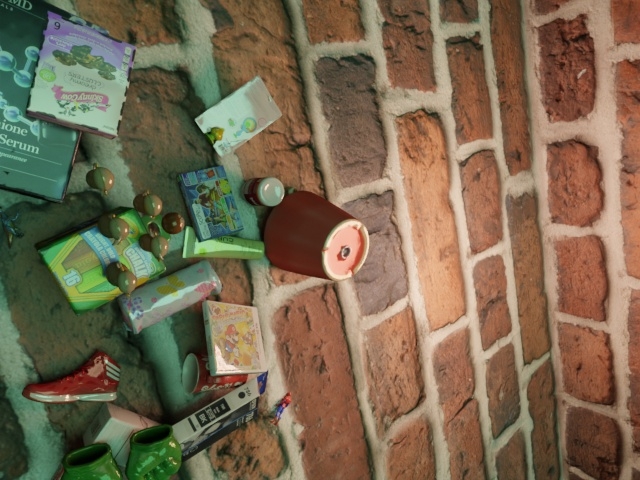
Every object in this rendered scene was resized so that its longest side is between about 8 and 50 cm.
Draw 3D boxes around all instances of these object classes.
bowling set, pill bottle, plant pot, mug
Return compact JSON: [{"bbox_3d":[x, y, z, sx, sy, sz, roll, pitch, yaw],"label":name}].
[{"bbox_3d":[-0.390,-0.041,0.983,0.200,0.154,0.286,-18,105,-33],"label":"bowling set"},{"bbox_3d":[-0.181,-0.146,1.330,0.086,0.152,0.086,-4,97,-34],"label":"pill bottle"},{"bbox_3d":[0.000,0.000,1.383,0.275,0.243,0.274,-17,117,-38],"label":"plant pot"},{"bbox_3d":[-0.303,0.404,1.313,0.169,0.150,0.113,12,109,-39],"label":"mug"}]

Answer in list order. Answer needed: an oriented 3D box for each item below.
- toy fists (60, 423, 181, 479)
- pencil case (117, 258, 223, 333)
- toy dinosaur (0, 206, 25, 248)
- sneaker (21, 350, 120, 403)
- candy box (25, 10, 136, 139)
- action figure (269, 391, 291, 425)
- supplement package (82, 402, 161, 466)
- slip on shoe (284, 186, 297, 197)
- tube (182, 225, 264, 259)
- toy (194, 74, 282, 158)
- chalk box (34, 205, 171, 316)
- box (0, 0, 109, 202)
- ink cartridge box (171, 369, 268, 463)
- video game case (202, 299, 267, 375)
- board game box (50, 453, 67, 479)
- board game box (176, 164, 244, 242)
[{"bbox_3d":[-0.488,0.573,1.100,0.279,0.096,0.142,-9,108,-27],"label":"toy fists"},{"bbox_3d":[-0.414,0.152,1.228,0.273,0.124,0.113,-25,69,-31],"label":"pencil case"},{"bbox_3d":[-0.735,-0.040,1.035,0.082,0.047,0.090,43,81,-10],"label":"toy dinosaur"},{"bbox_3d":[-0.625,0.343,1.133,0.221,0.087,0.128,20,75,-46],"label":"sneaker"},{"bbox_3d":[-0.484,-0.326,0.901,0.165,0.070,0.196,12,87,-35],"label":"candy box"},{"bbox_3d":[-0.133,0.571,1.510,0.038,0.030,0.115,50,63,-33],"label":"action figure"},{"bbox_3d":[-0.523,0.532,1.194,0.179,0.105,0.105,40,74,-31],"label":"supplement package"},{"bbox_3d":[-0.096,-0.113,1.462,0.051,0.041,0.135,-55,144,-50],"label":"slip on shoe"},{"bbox_3d":[-0.290,0.020,1.333,0.240,0.070,0.062,9,135,-29],"label":"tube"},{"bbox_3d":[-0.247,-0.368,1.323,0.237,0.056,0.136,-42,120,-18],"label":"toy"},{"bbox_3d":[-0.515,0.026,1.105,0.289,0.179,0.180,-32,112,-27],"label":"chalk box"},{"bbox_3d":[-0.668,-0.306,0.948,0.294,0.212,0.395,15,85,-34],"label":"box"},{"bbox_3d":[-0.286,0.528,1.331,0.333,0.065,0.165,-25,146,-30],"label":"ink cartridge box"},{"bbox_3d":[-0.248,0.287,1.298,0.227,0.026,0.206,23,49,-56],"label":"video game case"},{"bbox_3d":[-0.650,0.680,1.159,0.147,0.045,0.193,36,75,-32],"label":"board game box"},{"bbox_3d":[-0.319,-0.107,1.287,0.136,0.035,0.201,-19,93,-32],"label":"board game box"}]
